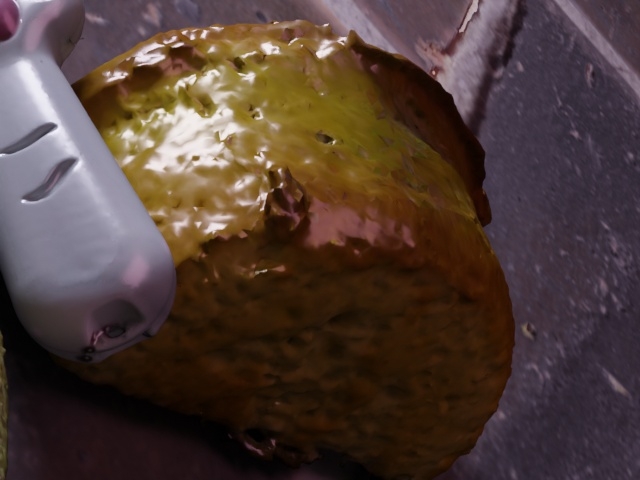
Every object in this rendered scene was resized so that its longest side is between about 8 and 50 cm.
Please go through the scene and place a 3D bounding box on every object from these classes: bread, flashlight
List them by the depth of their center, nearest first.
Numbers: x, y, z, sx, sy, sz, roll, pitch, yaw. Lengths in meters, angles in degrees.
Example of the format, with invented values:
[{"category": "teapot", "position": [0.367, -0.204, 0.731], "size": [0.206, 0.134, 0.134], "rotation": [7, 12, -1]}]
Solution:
[{"category": "flashlight", "position": [-0.115, -0.038, 0.750], "size": [0.047, 0.093, 0.200], "rotation": [76, -12, -58]}, {"category": "bread", "position": [-0.004, -0.003, 0.842], "size": [0.260, 0.147, 0.160], "rotation": [28, 34, -39]}]

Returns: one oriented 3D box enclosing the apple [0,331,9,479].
[{"category": "apple", "position": [-0.166, 0.020, 0.592], "size": [0.265, 0.120, 0.193], "rotation": [-101, 170, -59]}]
